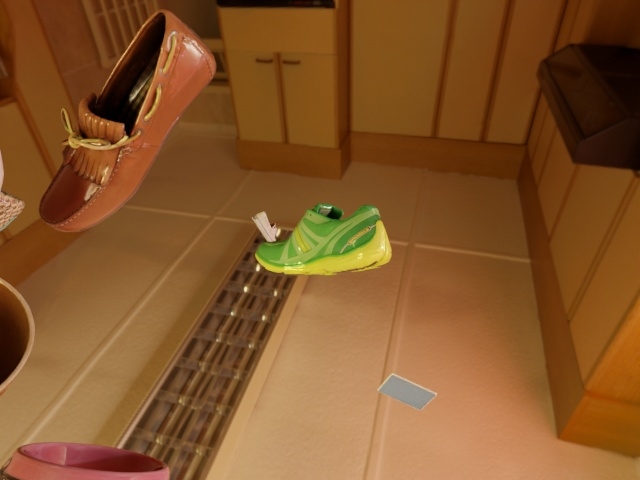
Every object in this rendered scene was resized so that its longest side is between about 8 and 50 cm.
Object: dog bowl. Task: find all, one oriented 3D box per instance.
[{"bbox_3d":[-0.542,0.579,0.980,0.409,0.408,0.150,6,-112,11],"label":"dog bowl"}]

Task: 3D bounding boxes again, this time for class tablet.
[{"bbox_3d":[0.142,0.250,0.698,0.083,0.054,0.006,26,-146,-3],"label":"tablet"}]

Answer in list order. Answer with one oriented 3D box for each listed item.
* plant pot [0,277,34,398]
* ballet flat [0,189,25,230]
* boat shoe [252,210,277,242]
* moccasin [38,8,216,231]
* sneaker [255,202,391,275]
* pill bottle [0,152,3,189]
[{"bbox_3d":[-0.536,0.191,0.547,0.237,0.254,0.237,27,-149,-19],"label":"plant pot"},{"bbox_3d":[-0.555,-0.209,0.515,0.182,0.482,0.164,-37,-159,-23],"label":"ballet flat"},{"bbox_3d":[-0.106,-0.022,0.881,0.035,0.100,0.035,-36,-139,-9],"label":"boat shoe"},{"bbox_3d":[-0.317,-0.175,0.654,0.380,0.147,0.139,-46,-110,8],"label":"moccasin"},{"bbox_3d":[0.000,0.000,0.755,0.296,0.123,0.110,-8,170,42],"label":"sneaker"},{"bbox_3d":[-0.281,-0.021,0.188,0.209,0.117,0.117,-22,-142,-1],"label":"pill bottle"}]
